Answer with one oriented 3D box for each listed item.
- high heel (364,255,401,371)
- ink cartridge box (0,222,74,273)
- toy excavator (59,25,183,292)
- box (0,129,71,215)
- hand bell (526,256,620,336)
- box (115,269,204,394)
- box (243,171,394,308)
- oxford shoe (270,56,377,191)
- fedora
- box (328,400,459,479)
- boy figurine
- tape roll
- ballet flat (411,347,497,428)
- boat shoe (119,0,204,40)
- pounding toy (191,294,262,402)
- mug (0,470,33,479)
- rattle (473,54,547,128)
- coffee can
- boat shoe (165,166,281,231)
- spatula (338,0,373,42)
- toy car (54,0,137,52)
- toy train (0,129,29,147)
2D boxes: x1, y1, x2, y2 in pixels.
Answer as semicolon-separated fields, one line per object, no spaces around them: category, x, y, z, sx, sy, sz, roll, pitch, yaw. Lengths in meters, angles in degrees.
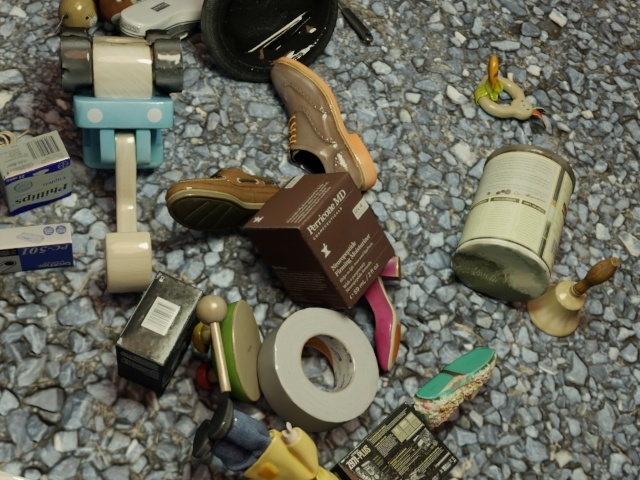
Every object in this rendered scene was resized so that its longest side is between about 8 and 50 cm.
high heel;0.098;0.141;1.538;0.117;0.082;0.243;-2;73;15
ink cartridge box;-0.559;0.018;1.397;0.207;0.097;0.046;-6;64;-19
toy excavator;-0.378;-0.170;1.497;0.223;0.444;0.433;-4;22;-16
box;-0.543;-0.126;1.457;0.126;0.137;0.072;-23;72;-25
hand bell;0.532;0.096;1.570;0.126;0.242;0.126;6;61;-12
box;-0.282;0.164;1.356;0.093;0.158;0.155;24;59;2
box;0.000;0.000;1.473;0.168;0.167;0.203;-49;121;-30
oxford shoe;-0.025;-0.246;1.677;0.133;0.130;0.363;-28;72;-20
fedora;-0.130;-0.527;1.762;0.334;0.333;0.152;-13;32;-21
box;0.132;0.407;1.383;0.180;0.077;0.147;-37;77;-29
boy figurine;-0.080;0.386;1.300;0.285;0.177;0.092;39;18;-17
tape roll;-0.003;0.235;1.413;0.219;0.072;0.219;16;56;-26
ballet flat;0.259;0.285;1.486;0.241;0.091;0.077;-24;110;-39
boat shoe;-0.345;-0.485;1.735;0.108;0.102;0.301;29;38;9
pounding toy;-0.183;0.198;1.353;0.110;0.237;0.182;-10;73;9
mug;-0.528;0.486;1.075;0.374;0.276;0.327;6;64;23
rattle;0.489;-0.366;1.878;0.200;0.142;0.130;27;40;7
coffee can;0.412;-0.038;1.634;0.202;0.201;0.275;26;58;-1
boat shoe;-0.186;-0.084;1.503;0.307;0.111;0.104;10;53;-53
spatula;0.053;-0.607;1.949;0.084;0.030;0.296;-21;69;-27
toy car;-0.504;-0.489;1.669;0.149;0.155;0.188;34;68;5
toy train;-0.673;-0.199;1.458;0.248;0.143;0.105;-35;76;-28
